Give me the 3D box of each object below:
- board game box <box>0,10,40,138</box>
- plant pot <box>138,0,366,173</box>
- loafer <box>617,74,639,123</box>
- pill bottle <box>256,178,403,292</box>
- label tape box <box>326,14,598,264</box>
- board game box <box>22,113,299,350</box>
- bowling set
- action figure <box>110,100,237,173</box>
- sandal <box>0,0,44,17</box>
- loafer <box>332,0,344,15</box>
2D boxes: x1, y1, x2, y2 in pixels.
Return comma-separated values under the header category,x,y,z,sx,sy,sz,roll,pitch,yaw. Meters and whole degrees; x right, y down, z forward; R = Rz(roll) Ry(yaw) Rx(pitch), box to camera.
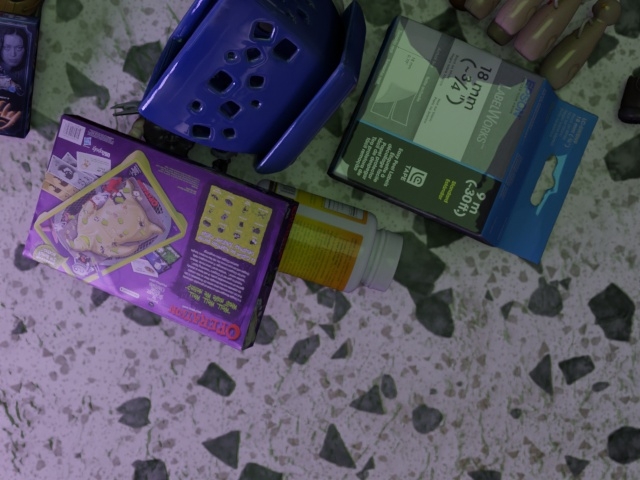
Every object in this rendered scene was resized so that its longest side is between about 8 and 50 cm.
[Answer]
category,x,y,z,sx,sy,sz,roll,pitch,yaw
board game box,-0.510,-0.238,1.830,0.243,0.042,0.165,8,110,-5
plant pot,-0.075,-0.240,1.771,0.212,0.236,0.236,32,120,-14
loafer,0.534,-0.208,1.927,0.220,0.080,0.078,-1,90,-5
pill bottle,0.000,0.000,1.862,0.215,0.117,0.117,18,88,-4
label tape box,0.209,-0.137,1.887,0.333,0.106,0.241,23,88,-4
board game box,-0.216,-0.014,1.788,0.346,0.056,0.208,22,98,17
bowling set,0.278,-0.349,1.857,0.200,0.287,0.154,42,95,24
action figure,-0.206,-0.086,1.860,0.185,0.099,0.285,-2,86,2
sandal,-0.408,-0.340,1.856,0.090,0.060,0.219,31,90,-4
loafer,-0.086,-0.423,1.859,0.111,0.112,0.319,-37,98,4
